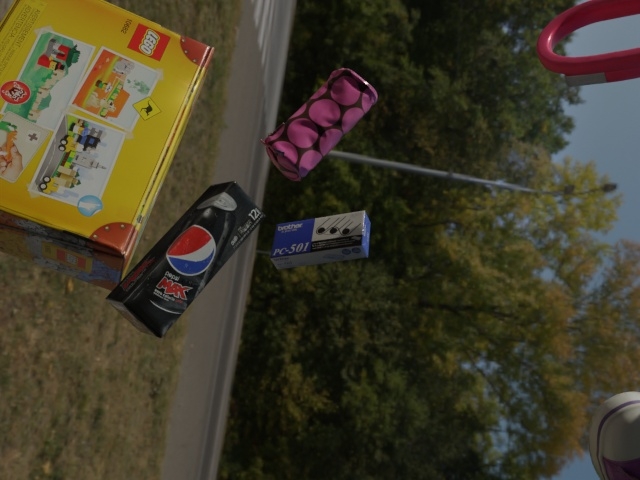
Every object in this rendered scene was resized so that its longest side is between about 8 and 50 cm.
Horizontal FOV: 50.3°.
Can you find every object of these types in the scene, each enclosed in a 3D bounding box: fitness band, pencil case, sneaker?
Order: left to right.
[{"bbox_3d":[-0.002,-0.204,1.172,0.209,0.098,0.095,-46,179,-12],"label":"pencil case"},{"bbox_3d":[0.550,-0.384,1.268,0.054,0.291,0.209,51,53,-40],"label":"fitness band"},{"bbox_3d":[0.365,0.287,0.652,0.282,0.102,0.161,61,5,-8],"label":"sneaker"}]

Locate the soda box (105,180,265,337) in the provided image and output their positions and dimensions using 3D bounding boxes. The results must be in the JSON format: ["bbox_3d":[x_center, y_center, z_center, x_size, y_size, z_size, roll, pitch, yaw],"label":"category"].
[{"bbox_3d":[-0.134,0.016,0.692,0.060,0.053,0.169,-1,-134,55],"label":"soda box"}]

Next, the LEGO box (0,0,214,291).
[{"bbox_3d":[-0.467,-0.211,1.307,0.193,0.372,0.500,132,-23,-60],"label":"LEGO box"}]

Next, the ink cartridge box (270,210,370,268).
[{"bbox_3d":[0.000,0.000,1.458,0.046,0.207,0.097,61,27,-45],"label":"ink cartridge box"}]
